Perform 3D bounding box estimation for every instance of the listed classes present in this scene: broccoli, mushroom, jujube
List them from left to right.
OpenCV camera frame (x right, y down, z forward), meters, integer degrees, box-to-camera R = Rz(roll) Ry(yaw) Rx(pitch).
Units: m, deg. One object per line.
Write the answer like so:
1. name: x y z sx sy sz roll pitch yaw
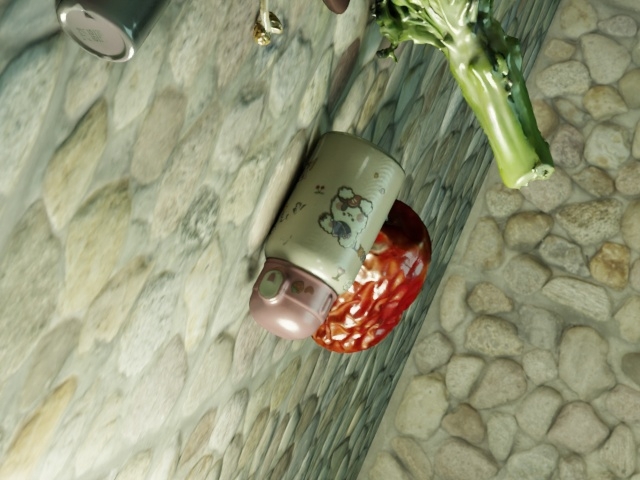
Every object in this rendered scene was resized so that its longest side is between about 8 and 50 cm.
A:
1. mushroom: -0.016 -0.289 1.404 0.028 0.026 0.286 -80 -175 -58
2. jujube: 0.054 0.047 2.165 0.155 0.155 0.230 -56 167 -44
3. broccoli: 0.178 -0.200 1.878 0.165 0.304 0.145 -20 -174 45

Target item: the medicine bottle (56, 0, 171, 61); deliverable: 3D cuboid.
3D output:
1. medicine bottle: -0.096 -0.205 1.082 0.057 0.058 0.199 95 21 -61

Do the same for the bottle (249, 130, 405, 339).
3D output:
1. bottle: 0.000 0.000 1.885 0.233 0.110 0.110 -62 169 -15

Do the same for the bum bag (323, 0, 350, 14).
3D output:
1. bum bag: 0.032 -0.301 1.620 0.109 0.026 0.159 37 72 -80
